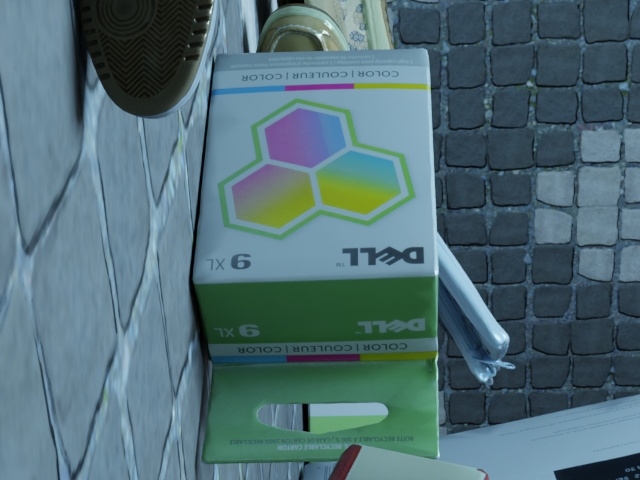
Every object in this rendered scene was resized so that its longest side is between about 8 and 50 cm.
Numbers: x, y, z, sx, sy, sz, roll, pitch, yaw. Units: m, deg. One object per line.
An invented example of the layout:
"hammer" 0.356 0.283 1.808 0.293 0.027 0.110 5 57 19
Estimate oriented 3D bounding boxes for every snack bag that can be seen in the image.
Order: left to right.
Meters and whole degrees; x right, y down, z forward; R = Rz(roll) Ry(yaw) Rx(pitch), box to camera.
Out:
"snack bag" 0.080 -0.002 1.387 0.323 0.037 0.342 56 -1 9

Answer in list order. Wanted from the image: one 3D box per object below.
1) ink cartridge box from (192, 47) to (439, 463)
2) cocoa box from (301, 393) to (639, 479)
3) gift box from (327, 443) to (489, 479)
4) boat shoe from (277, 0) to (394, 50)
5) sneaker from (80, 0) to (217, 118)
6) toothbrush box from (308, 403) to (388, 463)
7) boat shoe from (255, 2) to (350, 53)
"ink cartridge box" 0.000 0.000 0.676 0.062 0.109 0.209 84 6 -48
"cocoa box" 0.170 0.283 1.130 0.231 0.347 0.228 -80 157 -78
"gift box" 0.053 0.225 0.369 0.276 0.258 0.255 -49 143 -55
"boat shoe" -0.006 -0.156 0.988 0.104 0.089 0.285 -131 -147 -52
"sneaker" -0.049 -0.091 0.457 0.067 0.042 0.118 51 35 -79
"toothbrush box" 0.052 0.223 1.357 0.206 0.122 0.283 -58 146 -85
"boat shoe" -0.012 -0.053 0.903 0.072 0.068 0.190 -69 161 -49
